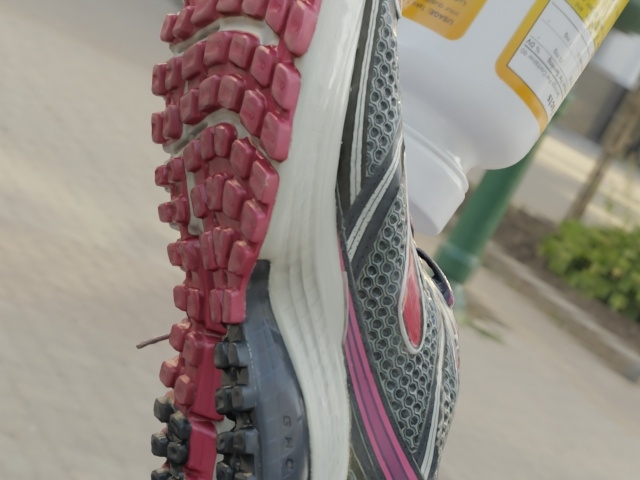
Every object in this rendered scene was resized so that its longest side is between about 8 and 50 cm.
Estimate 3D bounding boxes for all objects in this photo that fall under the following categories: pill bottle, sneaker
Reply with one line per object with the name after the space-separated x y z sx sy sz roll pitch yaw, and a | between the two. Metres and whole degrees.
0.095 -0.130 1.048 0.136 0.246 0.136 33 -9 6 | pill bottle
0.000 0.000 0.684 0.112 0.299 0.121 -4 15 -28 | sneaker
